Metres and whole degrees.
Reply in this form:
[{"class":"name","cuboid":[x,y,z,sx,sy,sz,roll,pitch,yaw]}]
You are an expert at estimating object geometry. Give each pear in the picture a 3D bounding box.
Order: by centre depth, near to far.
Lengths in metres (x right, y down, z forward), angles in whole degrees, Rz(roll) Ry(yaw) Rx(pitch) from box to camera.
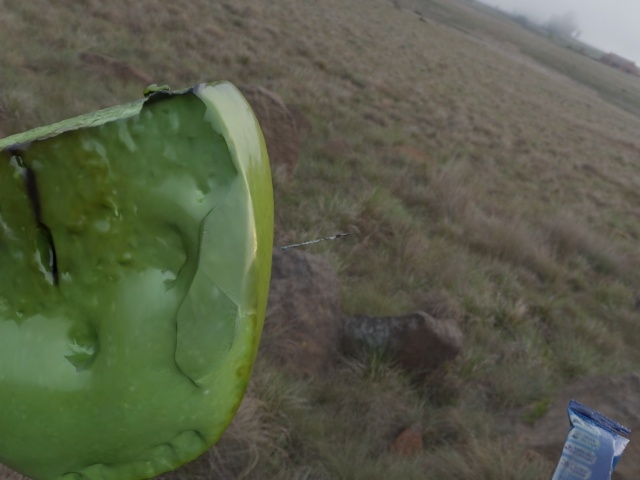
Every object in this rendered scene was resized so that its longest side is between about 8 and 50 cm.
[{"class":"pear","cuboid":[-0.178,0.049,0.533,0.342,0.318,0.238,-13,15,9]}]

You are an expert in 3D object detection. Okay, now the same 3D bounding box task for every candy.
[{"class":"candy","cuboid":[0.323,0.270,0.764,0.088,0.038,0.136,29,62,-5]}]

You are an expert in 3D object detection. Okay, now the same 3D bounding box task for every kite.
[{"class":"kite","cuboid":[0.000,0.000,1.087,0.156,0.011,0.139,-12,-3,-32]}]
